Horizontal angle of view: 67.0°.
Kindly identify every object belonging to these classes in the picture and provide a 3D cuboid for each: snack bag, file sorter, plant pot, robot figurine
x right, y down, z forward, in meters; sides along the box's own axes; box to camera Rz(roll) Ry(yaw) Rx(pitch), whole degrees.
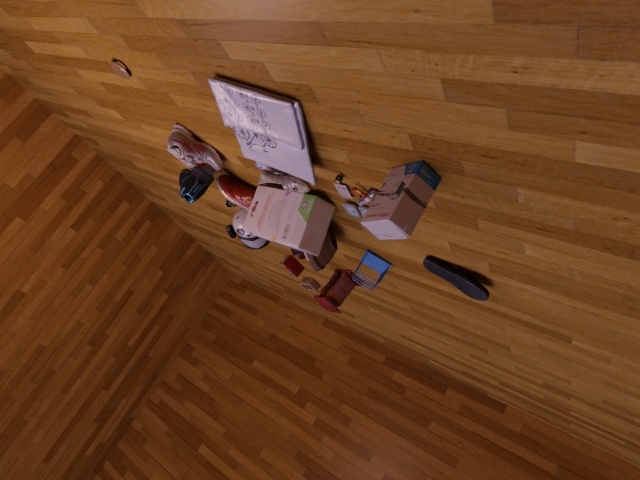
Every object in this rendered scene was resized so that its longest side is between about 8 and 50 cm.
[{"bbox_3d":[-0.172,-0.330,1.493,0.323,0.037,0.342,23,152,24],"label":"snack bag"},{"bbox_3d":[0.213,0.131,2.062,0.118,0.104,0.170,30,163,4],"label":"file sorter"},{"bbox_3d":[0.000,0.000,1.982,0.110,0.237,0.237,-18,144,12],"label":"plant pot"},{"bbox_3d":[-0.328,-0.057,2.366,0.173,0.209,0.278,41,167,19],"label":"robot figurine"}]

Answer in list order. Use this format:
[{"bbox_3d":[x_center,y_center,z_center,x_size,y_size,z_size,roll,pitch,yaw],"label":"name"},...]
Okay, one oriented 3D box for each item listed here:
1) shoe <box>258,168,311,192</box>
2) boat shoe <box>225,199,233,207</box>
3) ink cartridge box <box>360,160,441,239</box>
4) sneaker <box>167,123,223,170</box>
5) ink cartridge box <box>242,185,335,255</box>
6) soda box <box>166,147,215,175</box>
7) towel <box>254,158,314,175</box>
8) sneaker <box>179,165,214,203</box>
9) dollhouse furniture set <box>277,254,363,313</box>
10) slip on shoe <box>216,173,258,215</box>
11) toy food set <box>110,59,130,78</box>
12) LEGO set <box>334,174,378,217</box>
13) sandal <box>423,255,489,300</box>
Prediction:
[{"bbox_3d":[-0.130,-0.199,1.715,0.219,0.058,0.076,18,158,30],"label":"shoe"},{"bbox_3d":[-0.441,-0.191,2.369,0.068,0.072,0.190,32,163,0],"label":"boat shoe"},{"bbox_3d":[0.210,-0.103,1.269,0.082,0.190,0.139,39,161,-22],"label":"ink cartridge box"},{"bbox_3d":[-0.519,-0.357,1.979,0.252,0.111,0.103,35,163,-8],"label":"sneaker"},{"bbox_3d":[-0.130,-0.084,1.867,0.353,0.207,0.119,17,176,44],"label":"ink cartridge box"},{"bbox_3d":[-0.562,-0.359,2.123,0.216,0.069,0.074,39,162,-23],"label":"soda box"},{"bbox_3d":[-0.133,-0.269,1.682,0.209,0.034,0.285,32,163,-3],"label":"towel"},{"bbox_3d":[-0.582,-0.238,2.136,0.125,0.139,0.341,36,164,-19],"label":"sneaker"},{"bbox_3d":[0.002,0.170,2.406,0.374,0.201,0.152,45,160,-19],"label":"dollhouse furniture set"},{"bbox_3d":[-0.307,-0.192,2.106,0.331,0.123,0.101,37,131,3],"label":"slip on shoe"},{"bbox_3d":[-0.730,-0.625,1.764,0.082,0.020,0.083,24,162,26],"label":"toy food set"},{"bbox_3d":[0.127,-0.121,1.600,0.182,0.060,0.244,16,157,33],"label":"LEGO set"},{"bbox_3d":[0.476,0.119,1.677,0.254,0.054,0.097,35,159,27],"label":"sandal"}]
